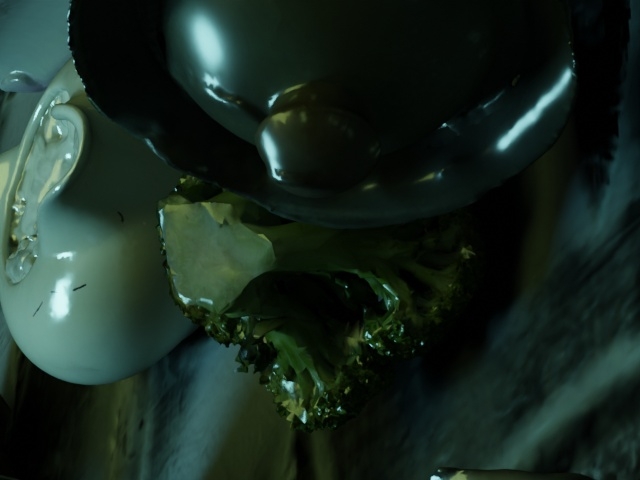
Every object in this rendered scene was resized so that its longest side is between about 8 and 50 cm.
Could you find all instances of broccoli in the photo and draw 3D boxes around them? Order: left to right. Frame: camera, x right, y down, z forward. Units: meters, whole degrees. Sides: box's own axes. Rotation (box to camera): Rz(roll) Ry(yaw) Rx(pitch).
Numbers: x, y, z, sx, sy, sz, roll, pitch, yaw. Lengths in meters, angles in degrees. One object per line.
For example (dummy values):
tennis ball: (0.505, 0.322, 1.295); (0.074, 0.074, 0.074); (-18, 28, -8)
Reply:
broccoli: (0.000, 0.000, 0.806); (0.162, 0.138, 0.146); (31, 114, 29)

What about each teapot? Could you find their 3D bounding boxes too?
teapot: (-0.139, -0.020, 1.121); (0.299, 0.166, 0.208); (-8, 79, 56)
teapot: (0.047, -0.133, 0.707); (0.223, 0.305, 0.285); (80, -166, -55)

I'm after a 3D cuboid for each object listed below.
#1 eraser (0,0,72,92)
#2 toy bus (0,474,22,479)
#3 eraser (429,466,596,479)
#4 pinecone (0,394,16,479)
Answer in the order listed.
eraser: (-0.190, -0.285, 1.472); (0.359, 0.122, 0.272); (147, 132, -60)
toy bus: (-0.205, 0.176, 0.944); (0.179, 0.305, 0.143); (156, 128, -79)
eraser: (0.036, 0.205, 0.624); (0.174, 0.081, 0.227); (133, 148, -59)
pinecone: (-0.358, 0.186, 1.264); (0.384, 0.384, 0.384); (-49, 33, 47)
